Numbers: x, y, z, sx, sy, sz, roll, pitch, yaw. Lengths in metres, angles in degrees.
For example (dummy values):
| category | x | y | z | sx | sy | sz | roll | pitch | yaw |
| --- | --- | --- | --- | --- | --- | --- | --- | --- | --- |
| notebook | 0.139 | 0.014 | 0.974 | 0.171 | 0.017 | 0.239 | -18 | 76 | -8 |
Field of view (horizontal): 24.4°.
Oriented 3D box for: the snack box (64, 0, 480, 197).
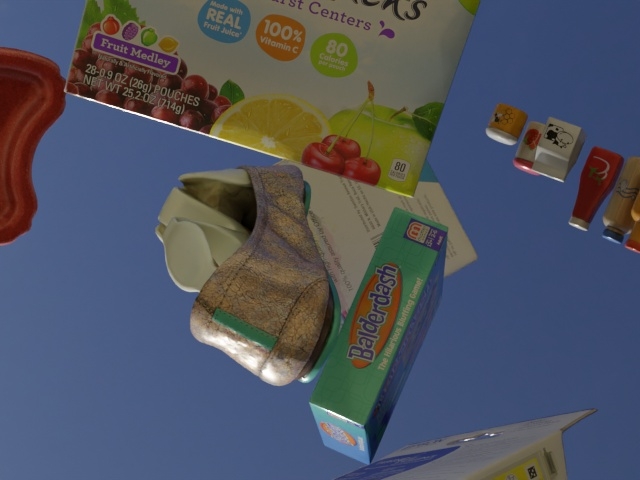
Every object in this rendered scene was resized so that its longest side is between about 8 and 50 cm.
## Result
| category | x | y | z | sx | sy | sz | roll | pitch | yaw |
| --- | --- | --- | --- | --- | --- | --- | --- | --- | --- |
| snack box | -0.019 | -0.139 | 0.824 | 0.070 | 0.207 | 0.174 | -85 | -167 | -69 |

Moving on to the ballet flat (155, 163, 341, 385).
| category | x | y | z | sx | sy | sz | roll | pitch | yaw |
| --- | --- | --- | --- | --- | --- | --- | --- | --- | --- |
| ballet flat | -0.058 | 0.000 | 1.024 | 0.316 | 0.106 | 0.107 | -120 | -128 | -73 |

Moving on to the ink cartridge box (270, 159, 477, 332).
| category | x | y | z | sx | sy | sz | roll | pitch | yaw |
| --- | --- | --- | --- | --- | --- | --- | --- | --- | --- |
| ink cartridge box | 0.000 | 0.000 | 1.434 | 0.233 | 0.168 | 0.171 | -27 | -89 | -6 |

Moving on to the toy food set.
| category | x | y | z | sx | sy | sz | roll | pitch | yaw |
| --- | --- | --- | --- | --- | --- | --- | --- | --- | --- |
| toy food set | 0.291 | -0.067 | 1.685 | 0.232 | 0.111 | 0.104 | 22 | -91 | 20 |

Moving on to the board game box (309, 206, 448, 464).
| category | x | y | z | sx | sy | sz | roll | pitch | yaw |
| --- | --- | --- | --- | --- | --- | --- | --- | --- | --- |
| board game box | 0.048 | 0.081 | 1.152 | 0.047 | 0.210 | 0.160 | 22 | -104 | 9 |

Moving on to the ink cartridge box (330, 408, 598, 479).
| category | x | y | z | sx | sy | sz | roll | pitch | yaw |
| --- | --- | --- | --- | --- | --- | --- | --- | --- | --- |
| ink cartridge box | 0.107 | 0.274 | 1.608 | 0.304 | 0.307 | 0.072 | -20 | -95 | 47 |

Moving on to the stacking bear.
| category | x | y | z | sx | sy | sz | roll | pitch | yaw |
| --- | --- | --- | --- | --- | --- | --- | --- | --- | --- |
| stacking bear | -0.376 | -0.123 | 1.393 | 0.289 | 0.164 | 0.175 | 28 | -76 | 57 |
